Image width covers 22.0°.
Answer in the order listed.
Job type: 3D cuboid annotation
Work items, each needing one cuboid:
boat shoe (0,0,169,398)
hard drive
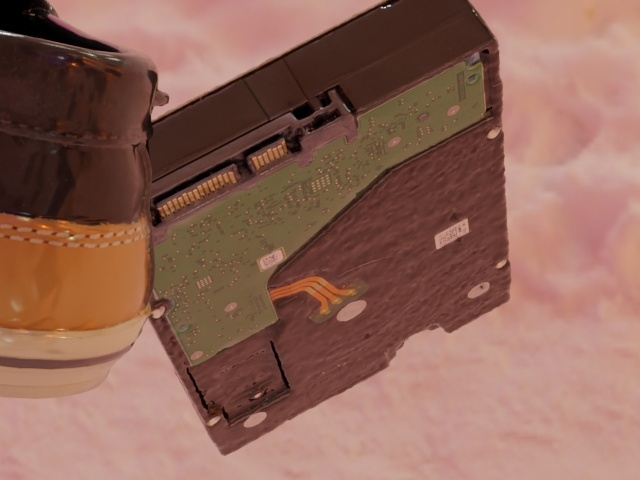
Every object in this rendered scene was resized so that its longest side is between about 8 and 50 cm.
[{"bbox_3d":[-0.208,-0.108,0.798,0.187,0.156,0.500,5,23,-33],"label":"boat shoe"},{"bbox_3d":[0.000,0.000,1.009,0.237,0.339,0.064,-29,64,-6],"label":"hard drive"}]
